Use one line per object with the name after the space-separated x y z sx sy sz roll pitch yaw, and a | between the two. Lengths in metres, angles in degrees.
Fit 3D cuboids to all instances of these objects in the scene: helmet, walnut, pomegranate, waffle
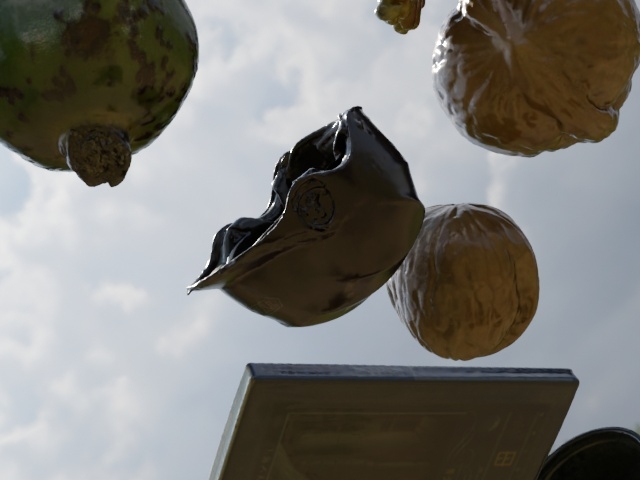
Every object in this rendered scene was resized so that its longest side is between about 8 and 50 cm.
0.000 0.000 1.653 0.305 0.177 0.225 -54 14 -24 | helmet
0.299 -0.258 1.999 0.333 0.333 0.333 -28 -26 -15 | walnut
-0.242 -0.176 1.455 0.254 0.270 0.254 -15 -33 -10 | pomegranate
0.194 0.058 1.995 0.228 0.228 0.228 -28 -26 -15 | walnut
0.106 -0.425 1.889 0.058 0.300 0.281 1 -2 12 | waffle

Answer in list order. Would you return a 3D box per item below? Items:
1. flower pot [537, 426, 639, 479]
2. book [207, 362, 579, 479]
0.305 0.289 1.529 0.157 0.157 0.107 -38 -63 6 | flower pot
0.046 0.172 1.069 0.269 0.025 0.190 4 -58 -25 | book
